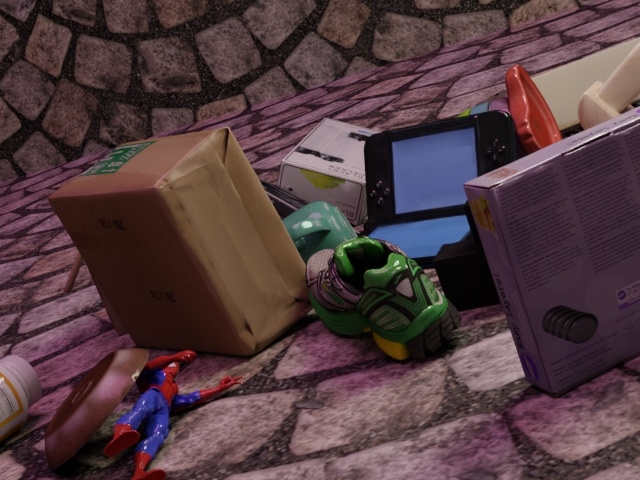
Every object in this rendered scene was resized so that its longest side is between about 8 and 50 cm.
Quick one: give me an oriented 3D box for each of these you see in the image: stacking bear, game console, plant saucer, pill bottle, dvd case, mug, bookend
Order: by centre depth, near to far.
[{"bbox_3d":[-0.305,0.212,1.633,0.198,0.036,0.198,-45,12,12],"label":"plant saucer"},{"bbox_3d":[0.215,0.002,1.638,0.157,0.156,0.072,-14,17,25],"label":"bookend"},{"bbox_3d":[-0.501,0.249,1.760,0.117,0.117,0.215,-8,19,37],"label":"pill bottle"},{"bbox_3d":[0.005,0.006,1.906,0.097,0.129,0.158,-32,12,5],"label":"mug"},{"bbox_3d":[0.153,-0.074,1.978,0.293,0.250,0.173,-8,-7,38],"label":"game console"},{"bbox_3d":[0.253,-0.144,2.110,0.289,0.164,0.175,-24,51,26],"label":"stacking bear"},{"bbox_3d":[-0.068,-0.065,2.110,0.239,0.029,0.179,29,7,36],"label":"dvd case"}]

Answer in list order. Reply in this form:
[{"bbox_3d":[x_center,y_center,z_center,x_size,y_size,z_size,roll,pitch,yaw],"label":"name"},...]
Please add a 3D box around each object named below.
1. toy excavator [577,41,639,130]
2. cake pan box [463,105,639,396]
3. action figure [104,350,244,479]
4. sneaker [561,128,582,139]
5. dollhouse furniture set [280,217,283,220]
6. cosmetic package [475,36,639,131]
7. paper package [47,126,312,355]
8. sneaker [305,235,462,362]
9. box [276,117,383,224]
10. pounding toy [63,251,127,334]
[{"bbox_3d":[0.664,-0.312,1.965,0.445,0.432,0.222,20,34,23],"label":"toy excavator"},{"bbox_3d":[0.313,0.002,1.343,0.267,0.245,0.070,-25,16,-15],"label":"cake pan box"},{"bbox_3d":[-0.182,0.202,1.573,0.139,0.091,0.280,-27,15,6],"label":"action figure"},{"bbox_3d":[0.433,-0.172,2.215,0.083,0.032,0.037,-23,18,29],"label":"sneaker"},{"bbox_3d":[-0.139,-0.056,2.259,0.303,0.173,0.355,-11,18,30],"label":"dollhouse furniture set"},{"bbox_3d":[0.460,-0.265,2.260,0.310,0.113,0.160,-21,0,-14],"label":"cosmetic package"},{"bbox_3d":[-0.209,0.004,1.863,0.168,0.309,0.325,-40,23,-32],"label":"paper package"},{"bbox_3d":[0.065,0.047,1.660,0.134,0.146,0.343,-37,19,-16],"label":"sneaker"},{"bbox_3d":[0.039,-0.136,2.345,0.169,0.087,0.290,16,25,12],"label":"box"},{"bbox_3d":[-0.355,0.047,2.108,0.181,0.206,0.094,-24,15,-13],"label":"pounding toy"}]
